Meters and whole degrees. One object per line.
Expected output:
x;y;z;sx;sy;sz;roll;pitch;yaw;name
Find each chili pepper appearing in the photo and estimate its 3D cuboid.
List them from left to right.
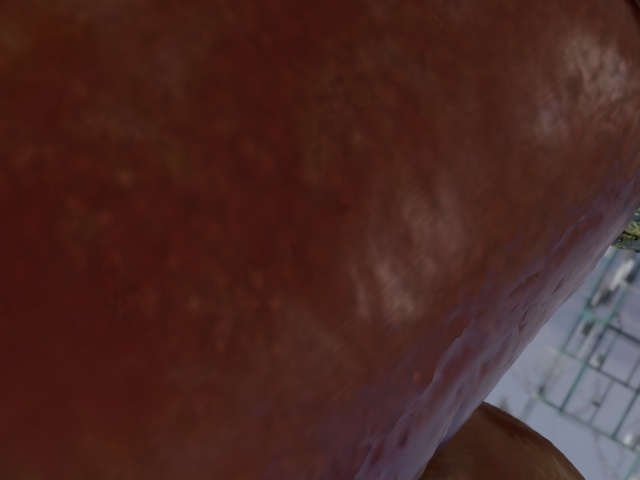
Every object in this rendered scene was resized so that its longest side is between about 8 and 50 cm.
-0.046;-0.017;0.474;0.251;0.305;0.229;52;150;-9;chili pepper

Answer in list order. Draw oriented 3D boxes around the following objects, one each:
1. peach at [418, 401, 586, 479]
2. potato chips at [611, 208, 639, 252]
0.044;0.229;0.896;0.308;0.308;0.332;28;160;-4;peach
0.297;-0.018;1.176;0.220;0.029;0.202;28;155;-32;potato chips
